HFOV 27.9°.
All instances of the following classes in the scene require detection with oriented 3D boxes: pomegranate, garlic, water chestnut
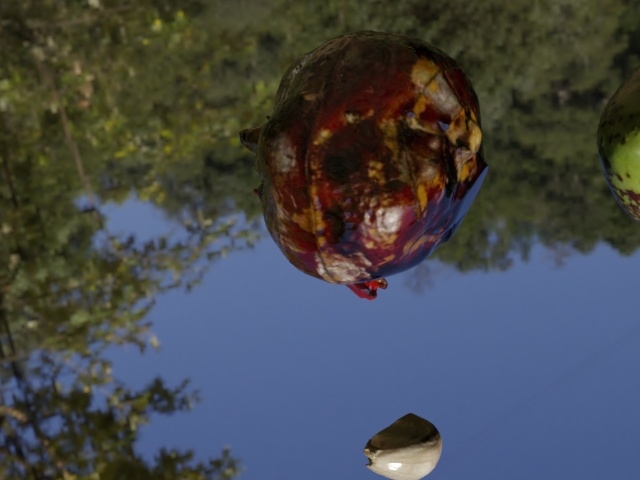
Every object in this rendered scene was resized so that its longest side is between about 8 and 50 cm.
[{"bbox_3d":[0.439,-0.084,1.421,0.222,0.204,0.276,-29,-119,-25],"label":"pomegranate"},{"bbox_3d":[0.149,0.360,2.203,0.101,0.087,0.196,27,-156,23],"label":"garlic"},{"bbox_3d":[0.029,-0.111,1.664,0.347,0.335,0.335,18,-149,24],"label":"water chestnut"}]

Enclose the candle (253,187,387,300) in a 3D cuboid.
[{"bbox_3d":[0.000,0.000,2.160,0.084,0.302,0.059,-47,-155,15],"label":"candle"}]
